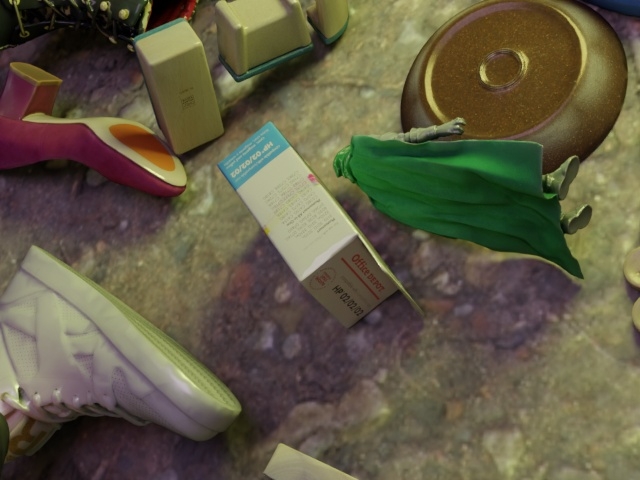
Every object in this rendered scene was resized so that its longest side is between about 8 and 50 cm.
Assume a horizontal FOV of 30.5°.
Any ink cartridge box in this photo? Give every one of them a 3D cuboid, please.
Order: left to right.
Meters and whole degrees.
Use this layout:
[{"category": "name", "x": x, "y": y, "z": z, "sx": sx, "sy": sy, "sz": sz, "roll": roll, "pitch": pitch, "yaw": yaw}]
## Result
[{"category": "ink cartridge box", "x": 0.000, "y": 0.000, "z": 0.956, "sx": 0.062, "sy": 0.104, "sz": 0.181, "roll": -39, "pitch": 55, "yaw": 3}]

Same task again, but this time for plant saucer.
[{"category": "plant saucer", "x": 0.157, "y": -0.137, "z": 0.995, "sx": 0.199, "sy": 0.036, "sz": 0.198, "roll": -11, "pitch": 61, "yaw": 19}]

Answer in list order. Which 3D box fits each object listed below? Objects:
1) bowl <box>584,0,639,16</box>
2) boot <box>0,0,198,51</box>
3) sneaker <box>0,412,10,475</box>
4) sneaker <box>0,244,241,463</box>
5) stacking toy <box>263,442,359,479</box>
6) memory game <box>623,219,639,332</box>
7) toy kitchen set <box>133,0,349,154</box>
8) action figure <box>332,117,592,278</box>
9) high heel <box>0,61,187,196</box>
[{"category": "bowl", "x": 0.331, "y": -0.373, "z": 1.008, "sx": 0.391, "sy": 0.077, "sz": 0.391, "roll": -11, "pitch": 61, "yaw": 20}, {"category": "boot", "x": -0.254, "y": -0.228, "z": 1.166, "sx": 0.179, "sy": 0.085, "sz": 0.236, "roll": 25, "pitch": 48, "yaw": 29}, {"category": "sneaker", "x": -0.356, "y": 0.183, "z": 0.974, "sx": 0.314, "sy": 0.116, "sz": 0.136, "roll": -42, "pitch": 37, "yaw": 36}, {"category": "sneaker", "x": -0.201, "y": 0.134, "z": 0.991, "sx": 0.293, "sy": 0.108, "sz": 0.169, "roll": 29, "pitch": 81, "yaw": 43}, {"category": "stacking toy", "x": 0.097, "y": 0.252, "z": 0.655, "sx": 0.309, "sy": 0.279, "sz": 0.130, "roll": 9, "pitch": 66, "yaw": 56}, {"category": "memory game", "x": 0.313, "y": 0.022, "z": 0.855, "sx": 0.186, "sy": 0.012, "sz": 0.186, "roll": -10, "pitch": 62, "yaw": 20}, {"category": "toy kitchen set", "x": -0.089, "y": -0.212, "z": 1.122, "sx": 0.207, "sy": 0.122, "sz": 0.166, "roll": -25, "pitch": 54, "yaw": -13}, {"category": "action figure", "x": 0.100, "y": -0.049, "z": 0.942, "sx": 0.232, "sy": 0.137, "sz": 0.063, "roll": 14, "pitch": 49, "yaw": 39}, {"category": "high heel", "x": -0.235, "y": -0.072, "z": 1.137, "sx": 0.244, "sy": 0.082, "sz": 0.117, "roll": 30, "pitch": 111, "yaw": 20}]
